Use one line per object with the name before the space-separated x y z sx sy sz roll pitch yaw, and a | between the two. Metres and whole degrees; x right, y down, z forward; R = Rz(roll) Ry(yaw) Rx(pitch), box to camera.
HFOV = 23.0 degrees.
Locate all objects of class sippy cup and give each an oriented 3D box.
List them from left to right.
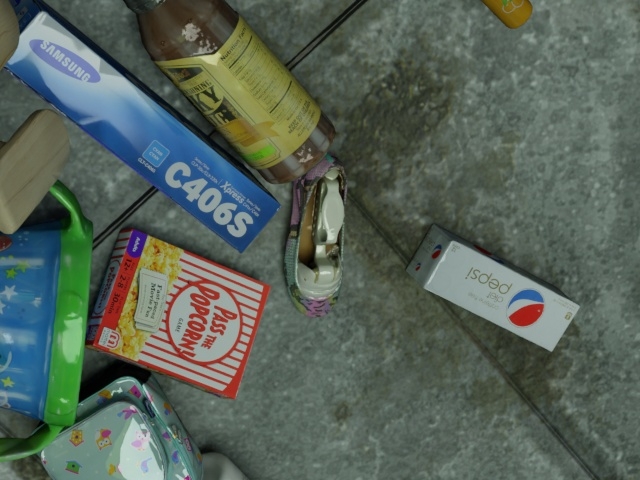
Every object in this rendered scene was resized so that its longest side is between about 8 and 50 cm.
sippy cup | -0.372 0.081 1.732 0.224 0.240 0.306 6 72 -11

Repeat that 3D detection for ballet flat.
ballet flat | 0.000 0.000 1.900 0.076 0.079 0.222 -4 110 -19

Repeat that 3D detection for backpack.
backpack | -0.232 0.262 1.855 0.165 0.144 0.188 -32 104 5

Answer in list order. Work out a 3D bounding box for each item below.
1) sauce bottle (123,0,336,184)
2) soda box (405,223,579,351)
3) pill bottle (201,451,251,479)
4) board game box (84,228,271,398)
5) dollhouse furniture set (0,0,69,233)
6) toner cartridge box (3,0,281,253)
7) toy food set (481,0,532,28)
sauce bottle | -0.125 -0.211 1.766 0.111 0.111 0.344 -43 115 0
soda box | 0.221 0.061 2.006 0.216 0.069 0.074 26 99 -25
pill bottle | -0.097 0.384 1.975 0.131 0.131 0.229 -42 117 -1
board game box | -0.169 0.089 1.863 0.193 0.045 0.147 23 76 -26
dollhouse furniture set | -0.467 -0.217 1.550 0.362 0.256 0.394 -4 123 23
toner cartridge box | -0.209 -0.135 1.732 0.348 0.165 0.075 39 92 -27
toy food set | 0.256 -0.373 1.836 0.104 0.111 0.232 40 95 -27
